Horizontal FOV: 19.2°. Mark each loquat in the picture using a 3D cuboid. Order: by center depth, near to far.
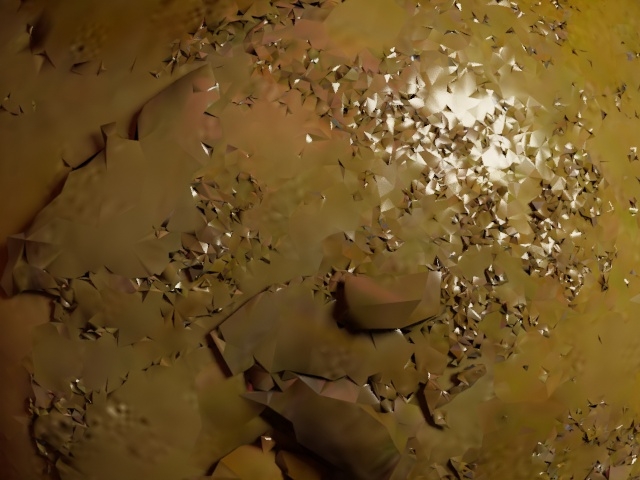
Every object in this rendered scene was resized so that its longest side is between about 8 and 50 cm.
[{"bbox_3d":[0.000,0.000,0.519,0.235,0.235,0.235,-4,51,5],"label":"loquat"}]
